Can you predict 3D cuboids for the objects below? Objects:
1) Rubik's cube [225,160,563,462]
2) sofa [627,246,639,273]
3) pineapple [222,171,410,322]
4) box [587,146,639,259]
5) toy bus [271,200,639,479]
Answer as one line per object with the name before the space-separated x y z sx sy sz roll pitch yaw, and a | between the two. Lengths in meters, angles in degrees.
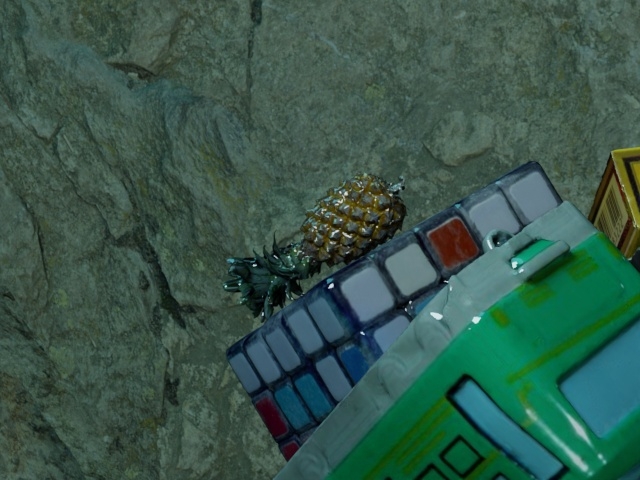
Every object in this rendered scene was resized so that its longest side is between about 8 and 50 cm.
Rubik's cube | 0.127 0.135 1.994 0.293 0.287 0.292 -30 -3 -27
sofa | 0.336 0.052 1.580 0.258 0.182 0.200 -33 -3 32
pineapple | 0.000 0.001 2.086 0.221 0.083 0.103 -35 -4 11
box | 0.326 0.025 1.760 0.192 0.084 0.301 -6 -31 -9
toy bus | 0.113 0.150 1.441 0.183 0.199 0.343 -32 -14 -44
